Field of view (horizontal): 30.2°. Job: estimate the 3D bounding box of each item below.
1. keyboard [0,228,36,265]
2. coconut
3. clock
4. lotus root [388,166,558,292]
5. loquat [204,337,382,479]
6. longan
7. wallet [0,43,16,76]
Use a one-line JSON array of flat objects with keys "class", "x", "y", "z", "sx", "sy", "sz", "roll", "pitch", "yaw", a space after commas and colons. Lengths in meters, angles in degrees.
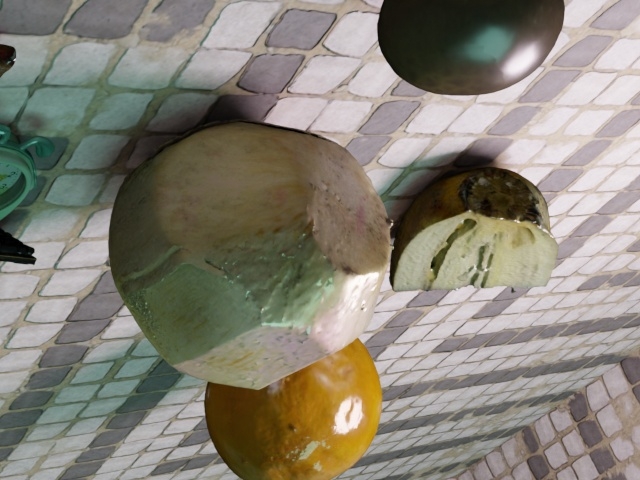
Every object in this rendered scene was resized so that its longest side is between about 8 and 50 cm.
[{"class": "keyboard", "x": -0.494, "y": -0.008, "z": 1.411, "sx": 0.317, "sy": 0.106, "sz": 0.027, "roll": 8, "pitch": 100, "yaw": -49}, {"class": "coconut", "x": -0.100, "y": 0.020, "z": 1.497, "sx": 0.353, "sy": 0.352, "sz": 0.352, "roll": -18, "pitch": 156, "yaw": -9}, {"class": "clock", "x": -0.401, "y": -0.078, "z": 1.361, "sx": 0.189, "sy": 0.060, "sz": 0.148, "roll": -33, "pitch": 153, "yaw": 22}, {"class": "lotus root", "x": 0.245, "y": -0.033, "z": 1.915, "sx": 0.267, "sy": 0.149, "sz": 0.260, "roll": -2, "pitch": 150, "yaw": 0}, {"class": "loquat", "x": -0.050, "y": 0.279, "z": 2.085, "sx": 0.329, "sy": 0.328, "sz": 0.328, "roll": -18, "pitch": 156, "yaw": -9}, {"class": "longan", "x": 0.169, "y": -0.254, "z": 1.332, "sx": 0.213, "sy": 0.198, "sz": 0.198, "roll": -4, "pitch": 154, "yaw": -3}, {"class": "wallet", "x": -0.438, "y": -0.174, "z": 1.160, "sx": 0.243, "sy": 0.039, "sz": 0.133, "roll": 3, "pitch": 152, "yaw": -44}]
